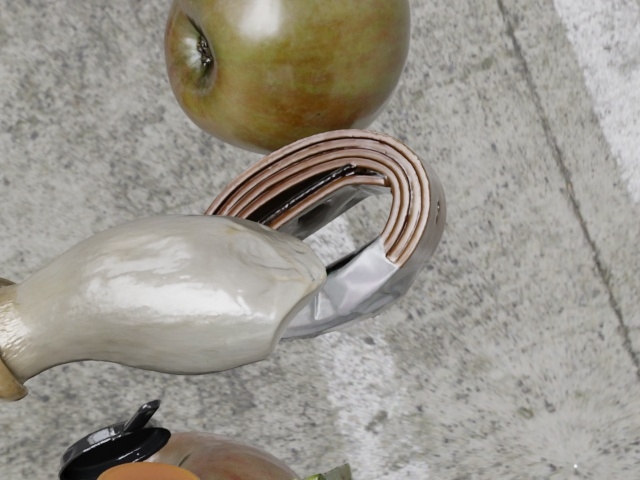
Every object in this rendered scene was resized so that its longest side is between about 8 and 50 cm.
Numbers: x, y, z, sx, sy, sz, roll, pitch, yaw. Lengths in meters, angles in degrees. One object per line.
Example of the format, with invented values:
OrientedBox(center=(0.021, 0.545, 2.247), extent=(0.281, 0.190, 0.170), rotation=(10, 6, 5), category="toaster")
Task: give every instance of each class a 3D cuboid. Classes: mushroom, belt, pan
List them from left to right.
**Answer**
OrientedBox(center=(-0.221, 0.219, 1.083), extent=(0.136, 0.235, 0.028), rotation=(-12, 65, -33), category="pan")
OrientedBox(center=(-0.101, 0.038, 0.552), extent=(0.212, 0.088, 0.097), rotation=(-11, 66, -4), category="mushroom")
OrientedBox(center=(0.000, 0.000, 0.959), extent=(0.261, 0.105, 0.184), rotation=(-34, 78, 10), category="belt")

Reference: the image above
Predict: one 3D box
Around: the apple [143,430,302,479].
OrientedBox(center=(-0.172, 0.386, 1.229), extent=(0.344, 0.269, 0.345), rotation=(-15, 42, 14), category="apple")

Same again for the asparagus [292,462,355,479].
OrientedBox(center=(0.005, 0.157, 0.579), extent=(0.041, 0.178, 0.045), rotation=(26, 73, 25), category="asparagus")

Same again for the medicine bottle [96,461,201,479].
OrientedBox(center=(-0.171, 0.332, 0.905), extent=(0.149, 0.112, 0.222), rotation=(4, 103, -17), category="medicine bottle")

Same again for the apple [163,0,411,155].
OrientedBox(center=(-0.041, -0.214, 1.005), extent=(0.234, 0.257, 0.257), rotation=(-12, 69, -32), category="apple")
